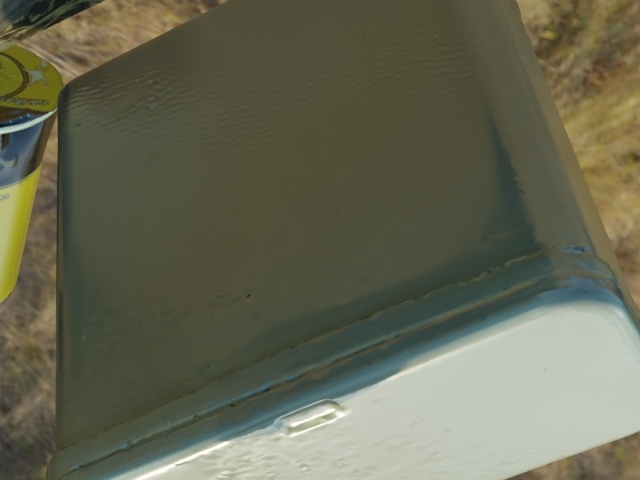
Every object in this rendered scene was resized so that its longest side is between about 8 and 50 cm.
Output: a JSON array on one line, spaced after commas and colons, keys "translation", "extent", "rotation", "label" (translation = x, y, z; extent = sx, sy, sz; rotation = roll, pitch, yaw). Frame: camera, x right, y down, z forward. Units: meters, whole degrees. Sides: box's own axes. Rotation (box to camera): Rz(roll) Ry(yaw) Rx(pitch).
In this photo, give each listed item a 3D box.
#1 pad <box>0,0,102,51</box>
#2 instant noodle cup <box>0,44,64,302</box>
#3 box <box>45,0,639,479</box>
[{"translation": [-0.053, -0.168, 0.561], "extent": [0.367, 0.007, 0.247], "rotation": [-31, 172, -23], "label": "pad"}, {"translation": [-0.364, -0.060, 1.309], "extent": [0.215, 0.215, 0.236], "rotation": [-11, 128, -36], "label": "instant noodle cup"}, {"translation": [0.000, 0.000, 0.875], "extent": [0.352, 0.344, 0.177], "rotation": [-24, 139, 16], "label": "box"}]
